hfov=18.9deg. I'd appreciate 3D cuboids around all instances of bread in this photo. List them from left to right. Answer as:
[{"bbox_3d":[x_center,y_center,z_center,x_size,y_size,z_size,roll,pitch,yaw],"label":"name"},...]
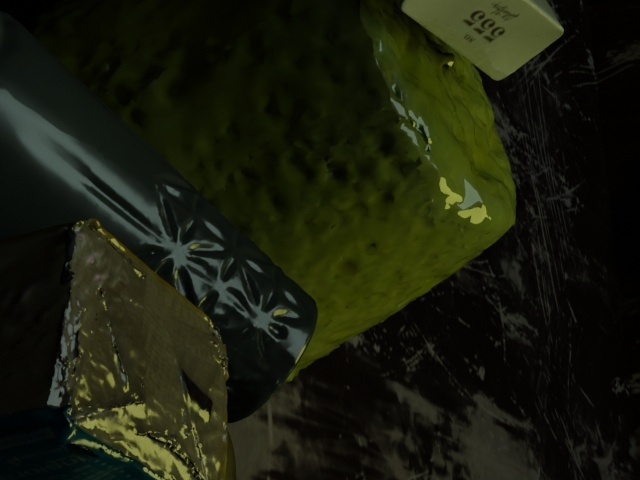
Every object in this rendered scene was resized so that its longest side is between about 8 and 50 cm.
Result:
[{"bbox_3d":[-0.036,-0.085,1.467,0.348,0.308,0.348,48,22,-26],"label":"bread"}]

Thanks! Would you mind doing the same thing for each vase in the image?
[{"bbox_3d":[-0.148,0.002,1.231,0.301,0.156,0.251,37,38,-16],"label":"vase"}]

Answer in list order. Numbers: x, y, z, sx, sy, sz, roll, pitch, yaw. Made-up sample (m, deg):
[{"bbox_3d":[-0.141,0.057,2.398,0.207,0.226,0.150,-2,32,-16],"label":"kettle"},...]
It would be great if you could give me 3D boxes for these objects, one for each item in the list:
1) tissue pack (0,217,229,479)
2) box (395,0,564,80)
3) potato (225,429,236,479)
[{"bbox_3d":[-0.205,0.096,1.047,0.192,0.271,0.134,45,36,-58],"label":"tissue pack"},{"bbox_3d":[0.066,-0.253,1.396,0.168,0.071,0.259,27,31,-55],"label":"box"},{"bbox_3d":[-0.138,0.158,1.354,0.137,0.155,0.200,-107,174,-51],"label":"potato"}]
